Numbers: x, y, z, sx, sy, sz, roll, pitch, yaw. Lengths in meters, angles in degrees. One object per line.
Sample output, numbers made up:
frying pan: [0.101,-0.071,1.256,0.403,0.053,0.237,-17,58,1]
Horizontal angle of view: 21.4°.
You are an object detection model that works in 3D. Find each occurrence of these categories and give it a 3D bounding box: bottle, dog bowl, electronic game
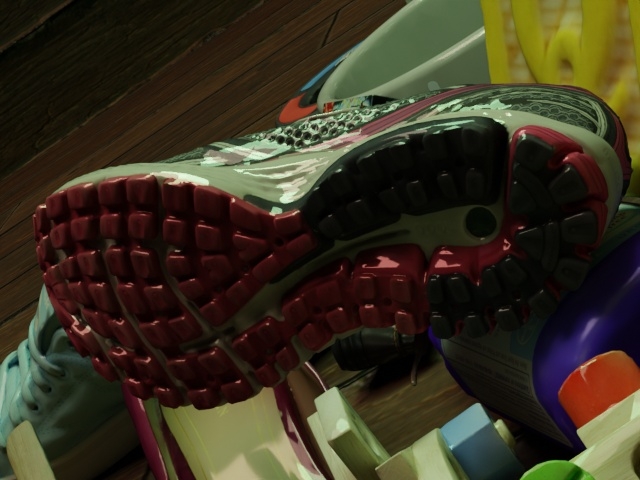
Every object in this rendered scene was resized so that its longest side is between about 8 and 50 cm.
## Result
bottle: [0.116,0.033,0.830,0.118,0.092,0.283,-41,14,-8]
dog bowl: [0.147,-0.159,1.370,0.349,0.102,0.349,-33,15,10]
electronic game: [0.048,-0.183,1.793,0.229,0.048,0.229,-33,15,10]

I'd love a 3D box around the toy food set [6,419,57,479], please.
toy food set: [-0.235,0.234,1.092,0.218,0.071,0.128,-40,38,-8]

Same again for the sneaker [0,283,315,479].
sneaker: [-0.165,0.066,1.211,0.366,0.150,0.135,-31,39,22]

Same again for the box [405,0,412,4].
box: [0.157,-0.325,1.670,0.119,0.182,0.181,2,35,46]

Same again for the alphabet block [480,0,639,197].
alphabet block: [0.202,-0.130,0.829,0.197,0.192,0.193,-10,5,-16]

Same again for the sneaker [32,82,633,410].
sneaker: [0.000,0.000,0.780,0.299,0.120,0.112,-8,19,27]

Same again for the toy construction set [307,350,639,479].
toy construction set: [0.124,0.041,0.585,0.328,0.215,0.151,-42,-32,17]

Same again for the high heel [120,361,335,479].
high heel: [-0.047,0.099,0.818,0.127,0.181,0.377,-37,14,-5]

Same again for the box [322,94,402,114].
box: [0.022,-0.035,1.235,0.094,0.027,0.137,180,98,-68]

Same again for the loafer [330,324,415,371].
loafer: [0.063,0.027,1.077,0.061,0.062,0.170,-3,33,26]
